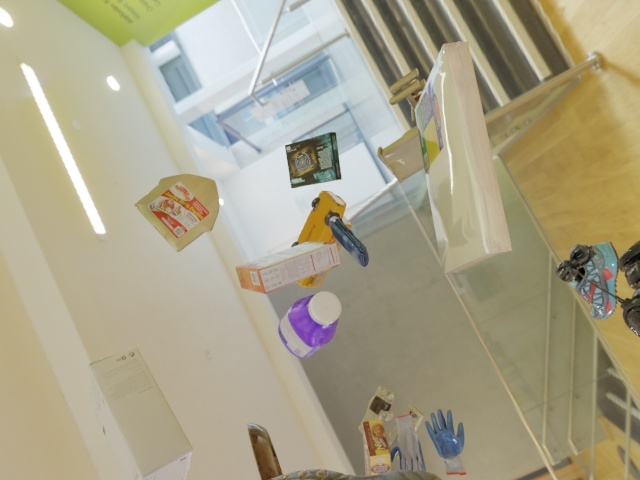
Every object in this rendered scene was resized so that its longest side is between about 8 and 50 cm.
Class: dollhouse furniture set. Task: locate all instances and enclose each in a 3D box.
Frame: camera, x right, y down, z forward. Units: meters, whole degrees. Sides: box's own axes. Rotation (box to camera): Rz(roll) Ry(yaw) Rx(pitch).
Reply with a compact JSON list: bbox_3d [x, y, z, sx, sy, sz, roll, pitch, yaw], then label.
[{"bbox_3d":[0.255,-0.298,1.295,0.212,0.161,0.242,44,-146,-26],"label":"dollhouse furniture set"}]

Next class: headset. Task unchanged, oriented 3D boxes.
[{"bbox_3d":[0.686,0.085,0.944,0.185,0.394,0.243,81,-160,-58],"label":"headset"}]

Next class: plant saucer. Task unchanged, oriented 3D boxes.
[{"bbox_3d":[-0.129,0.640,1.286,0.310,0.050,0.311,160,90,-78],"label":"plant saucer"}]

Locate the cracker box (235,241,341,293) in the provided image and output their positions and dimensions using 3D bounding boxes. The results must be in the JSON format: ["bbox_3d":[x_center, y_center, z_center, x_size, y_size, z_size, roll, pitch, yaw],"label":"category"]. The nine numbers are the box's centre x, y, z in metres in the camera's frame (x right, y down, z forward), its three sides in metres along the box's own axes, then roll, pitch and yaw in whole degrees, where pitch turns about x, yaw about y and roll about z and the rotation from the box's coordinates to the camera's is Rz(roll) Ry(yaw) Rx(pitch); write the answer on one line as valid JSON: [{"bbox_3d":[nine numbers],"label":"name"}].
[{"bbox_3d":[-0.084,0.065,1.239,0.155,0.232,0.067,0,106,59],"label":"cracker box"}]

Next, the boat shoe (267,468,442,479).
[{"bbox_3d":[0.040,0.433,0.729,0.123,0.324,0.117,12,-105,-81],"label":"boat shoe"}]

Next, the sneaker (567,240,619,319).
[{"bbox_3d":[0.772,0.117,1.362,0.104,0.125,0.262,-67,-34,-57],"label":"sneaker"}]

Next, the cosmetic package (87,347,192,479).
[{"bbox_3d":[-0.536,0.539,1.391,0.385,0.156,0.217,46,135,31],"label":"cosmetic package"}]

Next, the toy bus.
[{"bbox_3d":[0.000,0.000,1.605,0.130,0.333,0.108,5,-148,-39],"label":"toy bus"}]

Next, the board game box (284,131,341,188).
[{"bbox_3d":[-0.023,-0.215,1.294,0.026,0.186,0.126,-12,-83,-43],"label":"board game box"}]

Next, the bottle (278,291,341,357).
[{"bbox_3d":[-0.023,0.189,1.084,0.118,0.092,0.283,51,153,11],"label":"bottle"}]

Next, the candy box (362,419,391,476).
[{"bbox_3d":[0.136,0.540,1.134,0.109,0.053,0.187,-100,3,-67],"label":"candy box"}]

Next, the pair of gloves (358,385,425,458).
[{"bbox_3d":[0.266,0.682,1.781,0.240,0.204,0.042,21,179,45],"label":"pair of gloves"}]

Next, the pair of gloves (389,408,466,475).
[{"bbox_3d":[0.262,0.504,1.172,0.023,0.198,0.159,80,-176,-55],"label":"pair of gloves"}]

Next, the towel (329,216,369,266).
[{"bbox_3d":[0.067,0.003,1.060,0.119,0.029,0.067,48,167,35],"label":"towel"}]

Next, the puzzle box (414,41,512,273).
[{"bbox_3d":[0.276,-0.150,0.973,0.272,0.052,0.409,92,171,-79],"label":"puzzle box"}]

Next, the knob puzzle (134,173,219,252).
[{"bbox_3d":[-0.345,-0.088,1.218,0.213,0.213,0.030,64,166,15],"label":"knob puzzle"}]
